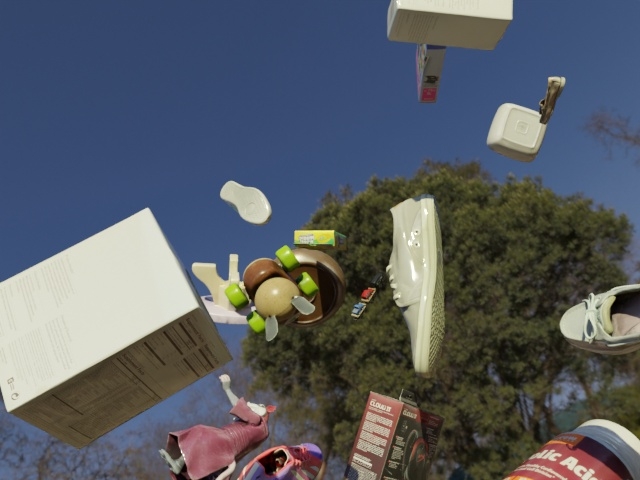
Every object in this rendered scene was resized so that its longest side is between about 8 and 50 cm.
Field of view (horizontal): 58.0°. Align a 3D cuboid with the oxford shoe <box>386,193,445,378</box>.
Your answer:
[{"bbox_3d":[0.224,0.103,1.379,0.129,0.450,0.169,-6,-23,18],"label":"oxford shoe"}]

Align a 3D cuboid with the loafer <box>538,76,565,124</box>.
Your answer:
[{"bbox_3d":[0.542,-0.335,1.378,0.039,0.045,0.125,12,-44,4],"label":"loafer"}]

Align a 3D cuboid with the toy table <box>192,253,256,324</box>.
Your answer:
[{"bbox_3d":[-0.270,0.154,1.808,0.274,0.252,0.161,0,-74,-21],"label":"toy table"}]

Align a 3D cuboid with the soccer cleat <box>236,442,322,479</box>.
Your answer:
[{"bbox_3d":[-0.083,0.574,1.482,0.318,0.108,0.117,1,-60,-54],"label":"soccer cleat"}]

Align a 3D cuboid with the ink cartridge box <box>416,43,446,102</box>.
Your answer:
[{"bbox_3d":[0.312,-0.558,1.622,0.065,0.186,0.311,1,-26,2],"label":"ink cartridge box"}]

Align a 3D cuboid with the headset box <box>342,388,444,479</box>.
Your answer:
[{"bbox_3d":[0.190,0.527,1.456,0.218,0.110,0.294,31,-107,-43],"label":"headset box"}]

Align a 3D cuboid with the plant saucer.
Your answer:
[{"bbox_3d":[-0.059,0.182,2.070,0.310,0.050,0.311,-2,-72,-5],"label":"plant saucer"}]

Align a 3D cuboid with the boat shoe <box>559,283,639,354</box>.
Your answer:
[{"bbox_3d":[0.543,0.126,0.999,0.103,0.118,0.320,24,-20,-22],"label":"boat shoe"}]

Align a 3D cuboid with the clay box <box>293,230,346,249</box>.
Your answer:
[{"bbox_3d":[0.000,0.000,1.832,0.127,0.053,0.222,0,-6,13],"label":"clay box"}]

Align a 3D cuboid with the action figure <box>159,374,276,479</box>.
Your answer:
[{"bbox_3d":[-0.250,0.565,1.631,0.370,0.275,0.248,-23,-58,-41],"label":"action figure"}]

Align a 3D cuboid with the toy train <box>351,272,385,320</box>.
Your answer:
[{"bbox_3d":[0.133,0.154,1.608,0.158,0.027,0.036,-55,-51,-23],"label":"toy train"}]

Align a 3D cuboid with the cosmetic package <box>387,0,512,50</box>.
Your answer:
[{"bbox_3d":[0.260,-0.462,1.178,0.230,0.086,0.117,4,-12,-3],"label":"cosmetic package"}]

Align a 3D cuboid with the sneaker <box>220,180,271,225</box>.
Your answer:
[{"bbox_3d":[-0.183,-0.092,1.729,0.151,0.256,0.094,34,-89,-41],"label":"sneaker"}]

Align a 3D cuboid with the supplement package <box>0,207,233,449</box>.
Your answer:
[{"bbox_3d":[-0.305,0.131,0.853,0.262,0.199,0.198,-29,-32,-11],"label":"supplement package"}]

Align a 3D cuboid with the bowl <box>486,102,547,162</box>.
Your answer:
[{"bbox_3d":[0.523,-0.288,1.518,0.053,0.142,0.142,92,-161,-82],"label":"bowl"}]

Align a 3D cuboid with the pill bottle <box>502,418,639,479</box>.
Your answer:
[{"bbox_3d":[0.547,0.561,1.263,0.392,0.224,0.224,-18,-35,-36],"label":"pill bottle"}]

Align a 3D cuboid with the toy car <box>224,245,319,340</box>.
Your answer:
[{"bbox_3d":[-0.074,0.123,1.099,0.155,0.188,0.149,-37,-64,-5],"label":"toy car"}]
